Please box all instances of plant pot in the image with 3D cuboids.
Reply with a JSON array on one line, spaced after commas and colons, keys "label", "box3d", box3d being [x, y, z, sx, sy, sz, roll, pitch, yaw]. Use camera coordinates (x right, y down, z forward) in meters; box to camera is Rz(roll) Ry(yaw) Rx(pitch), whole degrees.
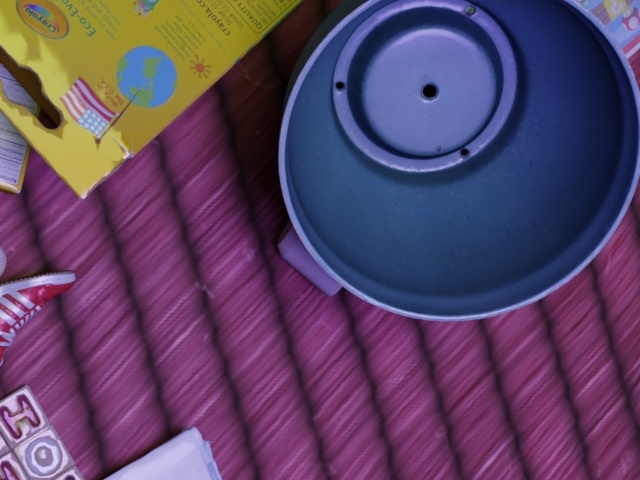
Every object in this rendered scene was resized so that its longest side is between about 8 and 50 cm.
[{"label": "plant pot", "box3d": [0.101, -0.104, 1.566, 0.293, 0.196, 0.293, -2, 111, -6]}]

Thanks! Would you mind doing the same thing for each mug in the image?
[{"label": "mug", "box3d": [-0.002, 0.003, 1.628, 0.064, 0.078, 0.062, 32, 108, -10]}]

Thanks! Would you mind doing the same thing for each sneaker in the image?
[{"label": "sneaker", "box3d": [-0.249, 0.066, 1.519, 0.118, 0.042, 0.067, -17, 90, -15]}]

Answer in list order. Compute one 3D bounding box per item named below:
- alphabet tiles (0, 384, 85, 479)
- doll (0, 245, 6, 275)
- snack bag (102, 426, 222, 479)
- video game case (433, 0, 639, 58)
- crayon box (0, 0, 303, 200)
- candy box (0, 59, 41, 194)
[{"label": "alphabet tiles", "box3d": [-0.305, 0.228, 1.507, 0.237, 0.009, 0.198, -33, 100, -21]}, {"label": "doll", "box3d": [-0.315, -0.010, 1.458, 0.189, 0.046, 0.129, 37, 33, -49]}, {"label": "snack bag", "box3d": [-0.172, 0.369, 1.537, 0.342, 0.037, 0.323, -28, 100, -22]}, {"label": "video game case", "box3d": [0.179, -0.248, 1.686, 0.204, 0.025, 0.285, -41, 118, -21]}, {"label": "crayon box", "box3d": [-0.159, -0.200, 1.530, 0.318, 0.081, 0.202, -44, 99, -24]}, {"label": "candy box", "box3d": [-0.327, -0.115, 1.502, 0.206, 0.027, 0.105, 18, 81, -21]}]
